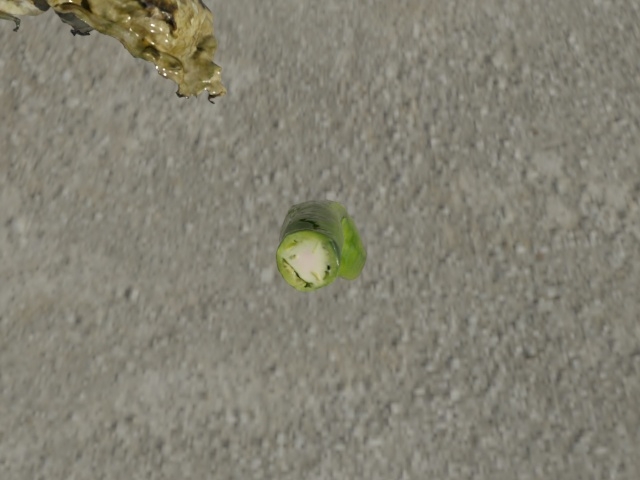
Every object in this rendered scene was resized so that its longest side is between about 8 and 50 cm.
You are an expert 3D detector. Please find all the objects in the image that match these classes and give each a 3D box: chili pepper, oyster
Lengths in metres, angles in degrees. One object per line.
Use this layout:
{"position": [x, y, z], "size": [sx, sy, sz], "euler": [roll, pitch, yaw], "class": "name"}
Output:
{"position": [0.000, 0.000, 0.902], "size": [0.050, 0.201, 0.052], "euler": [17, 93, 6], "class": "chili pepper"}
{"position": [-0.245, -0.260, 1.560], "size": [0.337, 0.198, 0.133], "euler": [19, 92, -38], "class": "oyster"}
